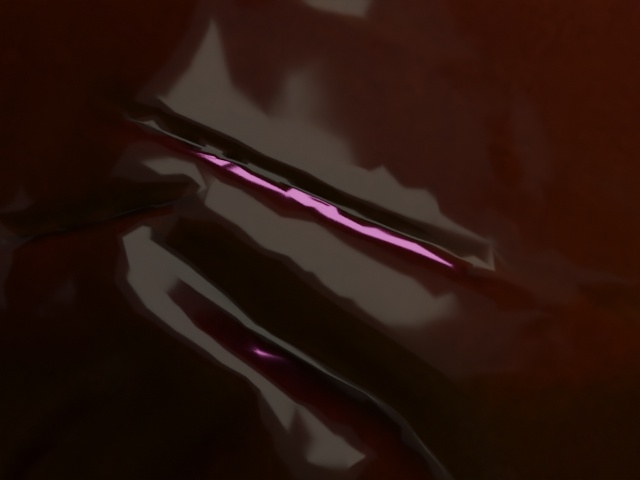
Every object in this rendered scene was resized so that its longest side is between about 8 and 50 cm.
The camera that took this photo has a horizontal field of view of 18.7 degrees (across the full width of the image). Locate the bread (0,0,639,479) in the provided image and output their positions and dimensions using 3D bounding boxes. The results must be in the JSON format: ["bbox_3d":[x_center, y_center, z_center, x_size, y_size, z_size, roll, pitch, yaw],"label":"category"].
[{"bbox_3d":[0.000,0.000,0.554,0.279,0.225,0.250,22,77,22],"label":"bread"}]
